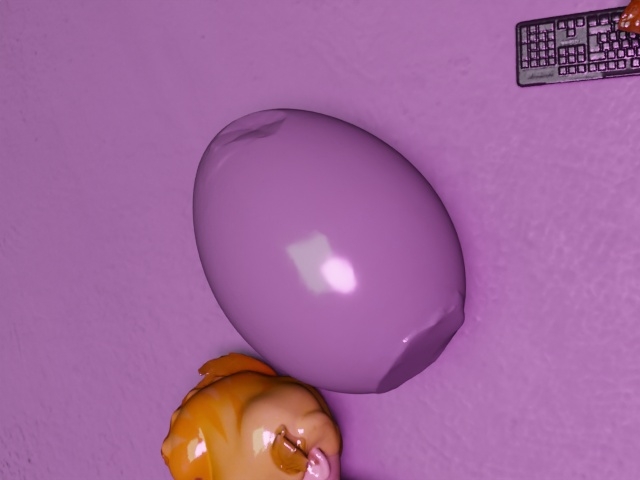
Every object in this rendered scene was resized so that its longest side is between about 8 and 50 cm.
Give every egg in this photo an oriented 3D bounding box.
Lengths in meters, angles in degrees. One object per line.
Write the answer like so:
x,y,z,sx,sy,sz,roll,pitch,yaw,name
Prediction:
0.000,0.000,0.574,0.176,0.176,0.232,-43,68,17,egg

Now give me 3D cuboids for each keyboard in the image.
0.220,-0.144,0.569,0.155,0.010,0.053,-3,89,24,keyboard

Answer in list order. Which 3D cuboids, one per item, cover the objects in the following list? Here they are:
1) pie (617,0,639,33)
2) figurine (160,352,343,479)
0.302,-0.148,0.517,0.191,0.033,0.088,21,86,10,pie
-0.009,0.187,0.614,0.246,0.131,0.156,36,144,5,figurine
